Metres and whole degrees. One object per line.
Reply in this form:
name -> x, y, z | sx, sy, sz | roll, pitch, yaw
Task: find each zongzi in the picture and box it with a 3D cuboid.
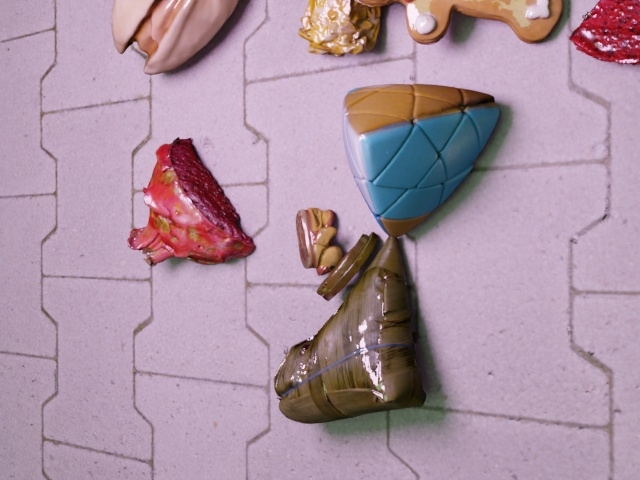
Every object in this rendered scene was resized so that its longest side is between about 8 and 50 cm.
zongzi -> 0.032, 0.144, 1.132 | 0.250, 0.125, 0.275 | -19, 64, 33

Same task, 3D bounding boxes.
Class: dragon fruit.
dragon fruit -> -0.268, -0.037, 1.297 | 0.211, 0.134, 0.262 | -47, 68, 26
dragon fruit -> 0.415, -0.290, 0.913 | 0.106, 0.083, 0.162 | 49, 139, 12

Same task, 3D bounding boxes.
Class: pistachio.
pistachio -> -0.259, -0.438, 1.268 | 0.193, 0.214, 0.318 | 38, 123, -17

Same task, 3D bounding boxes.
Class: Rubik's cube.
Rubik's cube -> 0.107, -0.105, 1.021 | 0.254, 0.254, 0.255 | 0, 90, 31

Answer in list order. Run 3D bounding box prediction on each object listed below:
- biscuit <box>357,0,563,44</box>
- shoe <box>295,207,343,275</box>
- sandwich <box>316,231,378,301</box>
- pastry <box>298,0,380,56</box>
biscuit -> 0.183, -0.387, 1.010 | 0.339, 0.047, 0.216 | 13, 96, 11
shoe -> 0.000, -0.003, 1.169 | 0.072, 0.069, 0.109 | 114, 140, -56
sandwich -> 0.045, 0.038, 1.130 | 0.029, 0.067, 0.135 | 39, 87, -5
pastry -> 0.041, -0.418, 1.125 | 0.154, 0.102, 0.250 | 18, 101, 37
